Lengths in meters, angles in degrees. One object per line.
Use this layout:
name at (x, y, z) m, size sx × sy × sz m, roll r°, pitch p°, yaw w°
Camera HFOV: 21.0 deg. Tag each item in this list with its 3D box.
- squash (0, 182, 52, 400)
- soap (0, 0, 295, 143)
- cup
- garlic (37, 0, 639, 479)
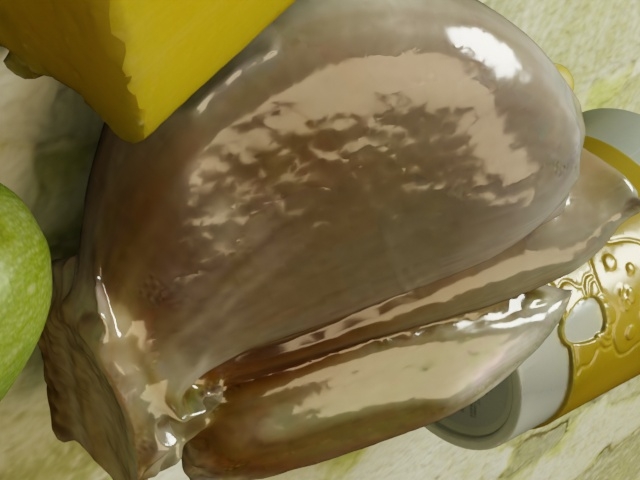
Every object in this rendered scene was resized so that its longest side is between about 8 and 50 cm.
squash at (-0.202, 0.046, 0.650) m, size 0.247 × 0.132 × 0.132 m, roll -40°, pitch 149°, yaw -35°
soap at (-0.017, -0.211, 0.714) m, size 0.324 × 0.096 × 0.204 m, roll -45°, pitch 152°, yaw -22°
cup at (0.147, 0.005, 1.175) m, size 0.226 × 0.185 × 0.241 m, roll -30°, pitch 109°, yaw -34°
garlic at (0.001, -0.013, 0.864) m, size 0.325 × 0.132 × 0.279 m, roll -28°, pitch 137°, yaw -15°
